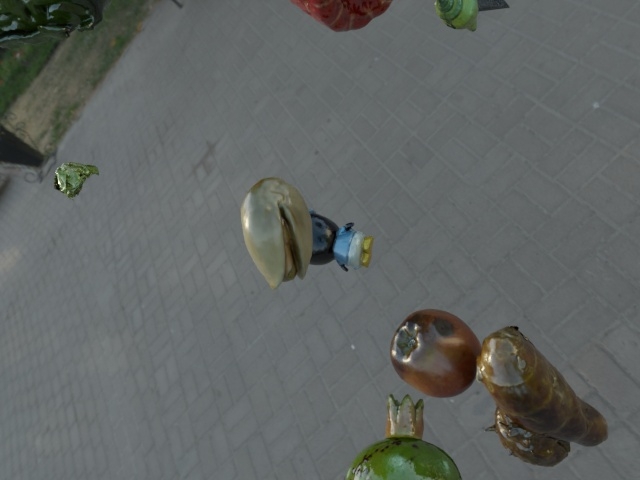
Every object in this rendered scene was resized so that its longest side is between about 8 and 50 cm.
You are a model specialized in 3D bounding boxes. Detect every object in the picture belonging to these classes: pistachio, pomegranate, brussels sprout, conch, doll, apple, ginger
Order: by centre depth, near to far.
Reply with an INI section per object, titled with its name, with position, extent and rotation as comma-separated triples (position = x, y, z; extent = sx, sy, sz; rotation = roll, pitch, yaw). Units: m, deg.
[pomegranate]
position = 0.105, 0.303, 0.619
extent = 0.159, 0.159, 0.205
rotation = -20, 44, 34
[brussels sprout]
position = -0.443, -0.110, 0.876
extent = 0.085, 0.058, 0.085
rotation = -49, 7, 8
[pistachio]
position = -0.081, -0.014, 0.926
extent = 0.143, 0.143, 0.215
rotation = 29, 133, 47
[conch]
position = 0.298, -0.507, 1.066
extent = 0.079, 0.200, 0.095
rotation = -42, 86, 22
[ginger]
position = 0.477, 0.384, 1.150
extent = 0.254, 0.418, 0.176
rotation = -35, 24, 22
[apple]
position = 0.294, 0.293, 1.276
extent = 0.229, 0.229, 0.230
rotation = -21, 56, 34
[doll]
position = 0.000, 0.000, 1.447
extent = 0.313, 0.141, 0.177
rotation = 14, 118, 16

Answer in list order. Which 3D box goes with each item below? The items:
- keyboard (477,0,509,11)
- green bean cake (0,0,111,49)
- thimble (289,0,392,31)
[keyboard]
position = 0.483, -0.694, 1.419
extent = 0.067, 0.202, 0.011
rotation = 54, 141, 12
[green bean cake]
position = -0.575, -0.543, 0.875
extent = 0.334, 0.319, 0.218
rotation = -10, 54, 5
[thimble]
position = 0.050, -0.605, 0.939
extent = 0.230, 0.350, 0.350
rotation = 45, 103, 15
